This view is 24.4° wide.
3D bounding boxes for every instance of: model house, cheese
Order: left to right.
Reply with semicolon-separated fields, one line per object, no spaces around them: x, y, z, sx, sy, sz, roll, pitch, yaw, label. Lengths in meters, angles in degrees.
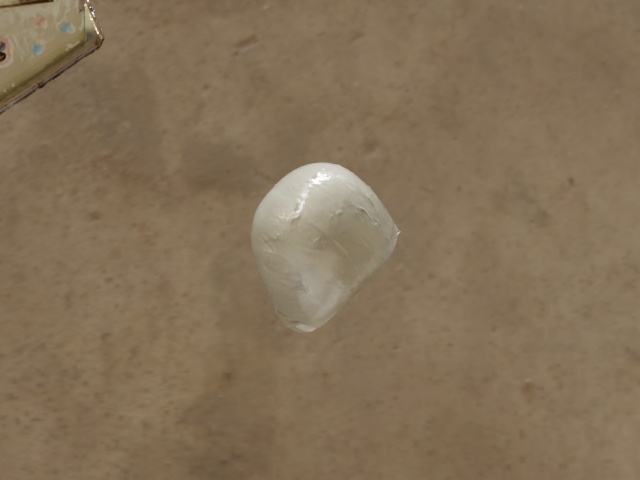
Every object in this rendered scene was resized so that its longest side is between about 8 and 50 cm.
-0.344;-0.252;1.461;0.326;0.169;0.244;-12;135;-22;model house
0.000;0.000;1.883;0.198;0.154;0.189;-45;123;-17;cheese
